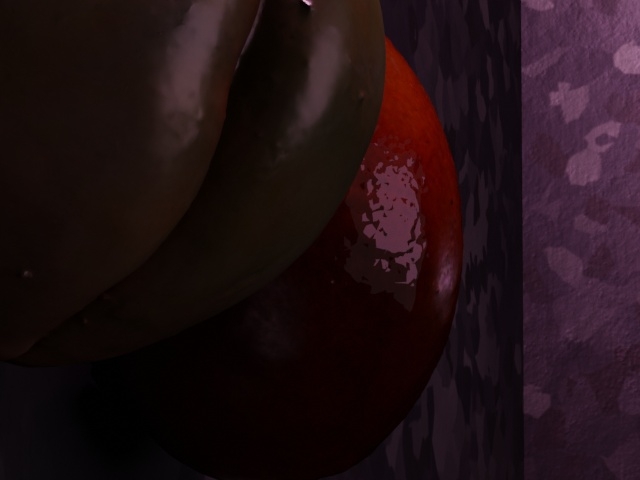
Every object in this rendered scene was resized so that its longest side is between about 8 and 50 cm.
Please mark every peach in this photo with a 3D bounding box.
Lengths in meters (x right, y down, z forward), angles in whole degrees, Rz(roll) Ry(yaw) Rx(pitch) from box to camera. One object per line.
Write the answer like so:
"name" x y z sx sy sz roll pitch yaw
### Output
"peach" -0.110 -0.080 0.774 0.292 0.247 0.292 -30 140 -29
"peach" 0.000 0.000 1.048 0.257 0.201 0.362 -35 143 -62
